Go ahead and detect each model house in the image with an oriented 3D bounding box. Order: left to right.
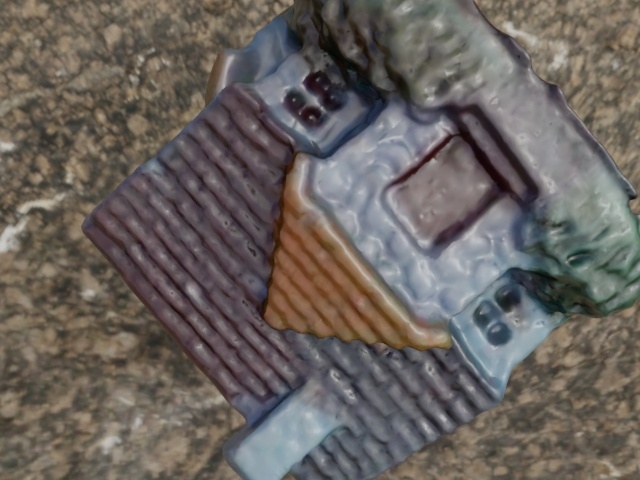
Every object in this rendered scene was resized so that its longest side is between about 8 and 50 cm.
[{"bbox_3d":[0.000,0.000,0.736,0.339,0.297,0.360,-41,97,-7],"label":"model house"}]
